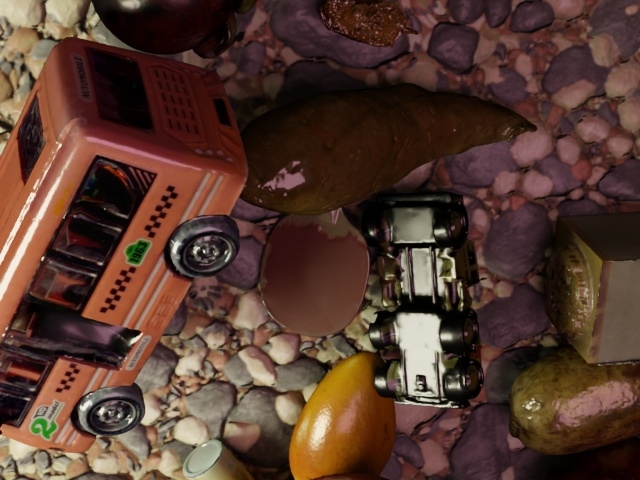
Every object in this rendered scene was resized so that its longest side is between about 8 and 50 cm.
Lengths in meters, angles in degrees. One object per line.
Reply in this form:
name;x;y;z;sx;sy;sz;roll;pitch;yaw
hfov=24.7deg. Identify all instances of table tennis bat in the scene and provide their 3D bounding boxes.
table tennis bat;0.000;0.000;1.704;0.131;0.022;0.234;15;103;11

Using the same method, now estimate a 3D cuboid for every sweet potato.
sweet potato;0.059;-0.109;1.613;0.423;0.130;0.130;-14;120;-38

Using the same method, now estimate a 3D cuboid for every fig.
fig;0.424;0.404;1.962;0.217;0.217;0.321;-36;137;1

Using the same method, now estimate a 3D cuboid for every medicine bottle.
medicine bottle;-0.086;0.342;1.834;0.074;0.074;0.218;-37;116;2

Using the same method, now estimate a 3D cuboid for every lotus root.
lotus root;0.363;0.193;1.870;0.260;0.128;0.145;-15;131;-4

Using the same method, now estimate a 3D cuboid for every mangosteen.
mangosteen;-0.139;-0.274;1.491;0.200;0.200;0.199;-7;115;-14

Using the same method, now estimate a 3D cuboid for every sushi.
sushi;0.051;-0.243;1.616;0.118;0.060;0.061;-4;110;-16

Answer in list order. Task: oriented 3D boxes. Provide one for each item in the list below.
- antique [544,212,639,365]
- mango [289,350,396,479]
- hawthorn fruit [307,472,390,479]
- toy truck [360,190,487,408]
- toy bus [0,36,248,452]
antique;0.360;0.058;1.795;0.148;0.152;0.146;-2;113;-14
mango;0.036;0.234;1.803;0.141;0.102;0.217;4;115;-25
hawthorn fruit;0.011;0.415;1.701;0.284;0.284;0.284;-7;115;-14
toy truck;0.135;0.065;1.732;0.127;0.127;0.257;-24;109;-53
toy bus;-0.250;0.016;1.507;0.233;0.203;0.427;15;124;-28
